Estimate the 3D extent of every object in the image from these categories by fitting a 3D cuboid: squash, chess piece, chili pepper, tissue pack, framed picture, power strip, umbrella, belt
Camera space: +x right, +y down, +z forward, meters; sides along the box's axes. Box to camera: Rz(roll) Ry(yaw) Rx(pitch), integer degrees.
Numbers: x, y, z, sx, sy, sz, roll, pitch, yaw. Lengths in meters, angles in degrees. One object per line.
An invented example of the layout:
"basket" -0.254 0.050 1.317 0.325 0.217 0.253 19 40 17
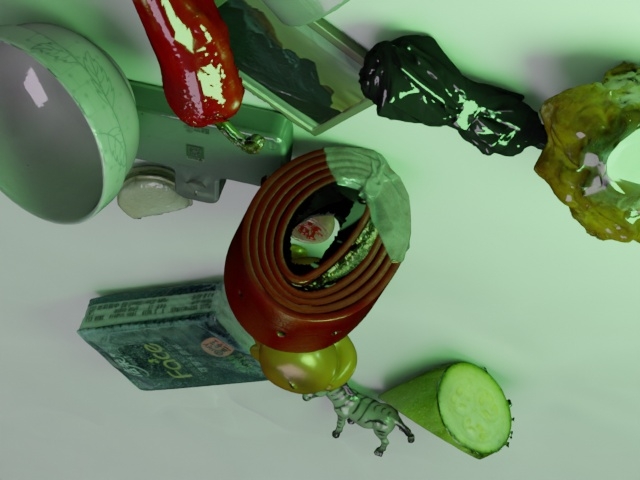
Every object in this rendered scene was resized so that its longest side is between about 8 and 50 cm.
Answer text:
"squash" 0.204 0.336 2.347 0.189 0.189 0.260 29 142 -22
"chess piece" -0.019 -0.030 2.012 0.084 0.038 0.083 9 147 6
"chili pepper" -0.171 -0.254 1.634 0.110 0.110 0.387 -1 133 22
"tissue pack" -0.251 0.178 2.363 0.316 0.103 0.228 -8 140 30
"framed picture" -0.045 -0.242 1.715 0.265 0.018 0.192 32 145 -26
"power strip" -0.175 -0.133 1.892 0.265 0.059 0.193 12 144 4
"umbrella" 0.208 -0.166 1.668 0.340 0.118 0.118 19 148 -17
"belt" 0.000 0.000 1.807 0.227 0.324 0.115 33 145 0

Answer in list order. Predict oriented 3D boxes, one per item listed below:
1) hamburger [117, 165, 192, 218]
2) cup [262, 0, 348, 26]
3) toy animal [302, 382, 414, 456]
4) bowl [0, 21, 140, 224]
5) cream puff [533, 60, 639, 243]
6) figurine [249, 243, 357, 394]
"hamburger" -0.264 -0.082 2.019 0.121 0.054 0.084 -3 140 22
"cup" -0.063 -0.377 1.396 0.234 0.186 0.258 45 165 -27
"toy animal" 0.077 0.327 2.480 0.217 0.073 0.176 17 145 15
"bowl" -0.358 -0.177 1.770 0.287 0.144 0.287 22 134 25
"cream puff" 0.385 -0.107 1.591 0.269 0.155 0.241 31 111 -14
"figurine" -0.028 0.130 2.083 0.215 0.228 0.215 20 171 3
